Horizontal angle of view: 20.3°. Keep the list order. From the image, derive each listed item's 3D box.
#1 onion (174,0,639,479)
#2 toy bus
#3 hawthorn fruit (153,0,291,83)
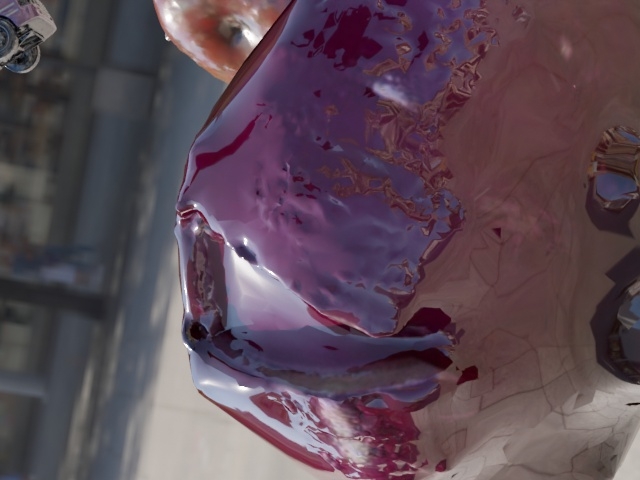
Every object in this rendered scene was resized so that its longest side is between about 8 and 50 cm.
[{"bbox_3d":[0.153,-0.005,1.010,0.420,0.398,0.398,16,99,36],"label":"onion"},{"bbox_3d":[-0.328,-0.162,1.496,0.108,0.199,0.096,59,-178,5],"label":"toy bus"},{"bbox_3d":[-0.029,-0.259,1.563,0.299,0.275,0.275,-31,38,27],"label":"hawthorn fruit"}]
